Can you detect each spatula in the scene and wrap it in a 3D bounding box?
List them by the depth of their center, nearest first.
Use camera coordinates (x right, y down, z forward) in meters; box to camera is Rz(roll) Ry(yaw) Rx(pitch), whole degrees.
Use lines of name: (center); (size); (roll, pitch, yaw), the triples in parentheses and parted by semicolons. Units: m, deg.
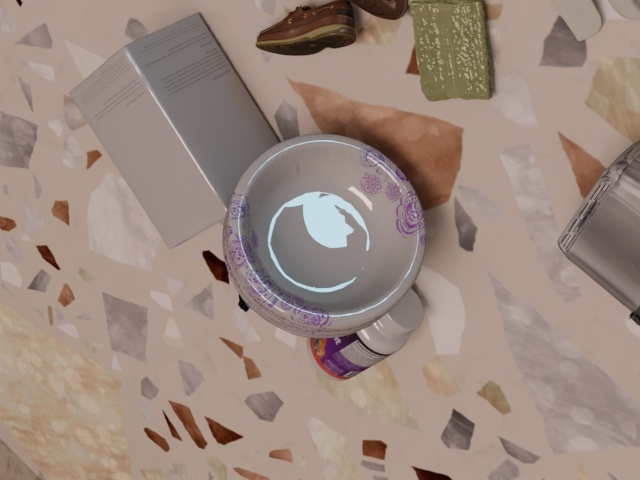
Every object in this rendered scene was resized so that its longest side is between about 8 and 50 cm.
spatula: (0.306, -0.335, 1.149); (0.168, 0.019, 0.242); (-8, 134, 46)

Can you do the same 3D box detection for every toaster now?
toaster: (0.397, -0.015, 1.264); (0.146, 0.129, 0.227); (39, 136, 17)

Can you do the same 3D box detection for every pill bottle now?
pill bottle: (0.073, 0.141, 1.619); (0.108, 0.108, 0.193); (52, 134, -1)

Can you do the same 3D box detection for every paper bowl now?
paper bowl: (0.000, 0.000, 1.478); (0.284, 0.284, 0.148); (46, 162, 5)

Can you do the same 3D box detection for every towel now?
towel: (0.175, -0.255, 1.351); (0.110, 0.027, 0.148); (4, 118, 35)

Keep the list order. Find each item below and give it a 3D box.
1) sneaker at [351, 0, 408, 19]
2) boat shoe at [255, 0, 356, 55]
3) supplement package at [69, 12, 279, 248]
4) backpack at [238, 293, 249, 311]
sneaker: (0.029, -0.351, 1.372); (0.188, 0.071, 0.066); (38, 133, 13)
boat shoe: (-0.020, -0.302, 1.456); (0.178, 0.064, 0.060); (-2, 81, 43)
supplement package: (-0.214, -0.168, 1.598); (0.175, 0.177, 0.293); (-26, 99, 44)
backpack: (-0.066, 0.026, 1.630); (0.117, 0.158, 0.173); (-29, 65, 26)
